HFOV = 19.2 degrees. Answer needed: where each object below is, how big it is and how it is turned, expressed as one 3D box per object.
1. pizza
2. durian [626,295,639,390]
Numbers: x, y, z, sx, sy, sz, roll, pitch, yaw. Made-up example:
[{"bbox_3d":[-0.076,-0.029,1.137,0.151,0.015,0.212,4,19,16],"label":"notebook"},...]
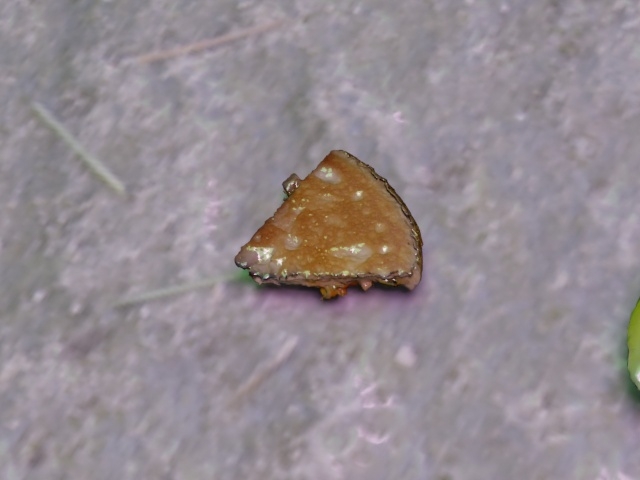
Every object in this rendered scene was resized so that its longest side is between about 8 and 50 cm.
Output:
[{"bbox_3d":[0.000,0.000,0.793,0.078,0.025,0.083,-19,49,-9],"label":"pizza"},{"bbox_3d":[0.239,-0.006,0.715,0.250,0.101,0.139,-3,57,7],"label":"durian"}]
